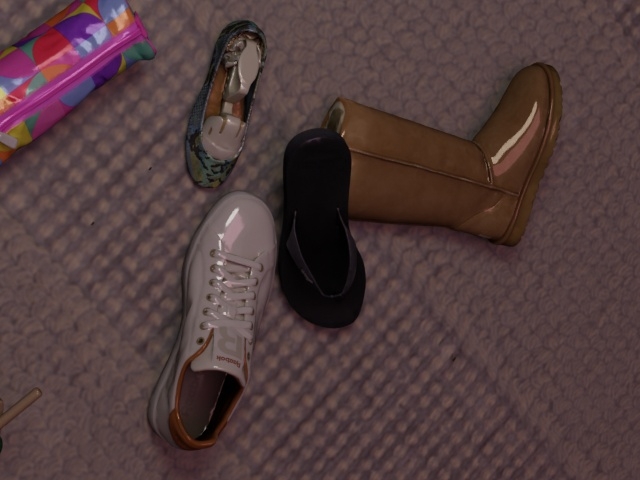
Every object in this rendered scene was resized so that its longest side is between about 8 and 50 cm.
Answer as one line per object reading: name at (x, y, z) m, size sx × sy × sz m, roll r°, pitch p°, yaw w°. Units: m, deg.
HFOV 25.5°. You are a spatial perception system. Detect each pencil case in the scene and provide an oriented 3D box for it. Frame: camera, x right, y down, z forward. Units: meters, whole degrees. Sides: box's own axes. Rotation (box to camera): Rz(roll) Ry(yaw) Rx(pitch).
pencil case at (-0.280, -0.162, 1.432) m, size 0.236 × 0.104 × 0.104 m, roll -41°, pitch 110°, yaw -16°

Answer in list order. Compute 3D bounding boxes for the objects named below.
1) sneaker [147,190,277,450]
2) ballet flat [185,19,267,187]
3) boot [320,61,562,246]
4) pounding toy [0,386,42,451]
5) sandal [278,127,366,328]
sneaker at (-0.098, 0.090, 1.531) m, size 0.105 × 0.123 × 0.290 m, roll 15°, pitch 88°, yaw -24°
ballet flat at (-0.100, -0.148, 1.534) m, size 0.070 × 0.070 × 0.188 m, roll 10°, pitch 92°, yaw -25°
boot at (0.136, -0.119, 1.633) m, size 0.269 × 0.089 × 0.236 m, roll 13°, pitch 90°, yaw -24°
pounding toy at (-0.368, 0.200, 1.429) m, size 0.141 × 0.100 × 0.130 m, roll 6°, pitch 94°, yaw -25°
sandal at (-0.001, 0.000, 1.559) m, size 0.097 × 0.054 × 0.255 m, roll -14°, pitch 125°, yaw -8°
